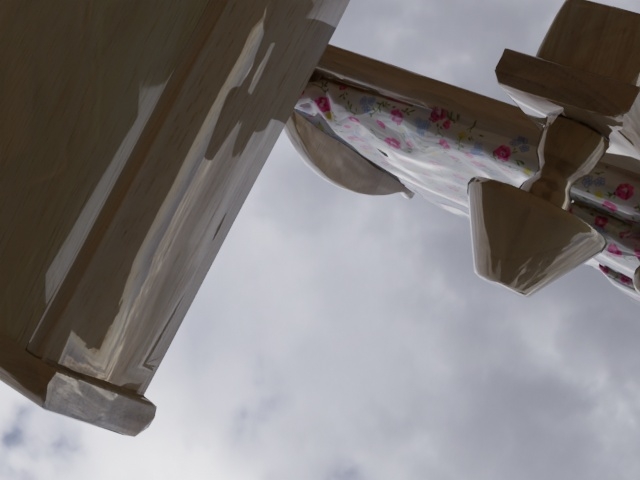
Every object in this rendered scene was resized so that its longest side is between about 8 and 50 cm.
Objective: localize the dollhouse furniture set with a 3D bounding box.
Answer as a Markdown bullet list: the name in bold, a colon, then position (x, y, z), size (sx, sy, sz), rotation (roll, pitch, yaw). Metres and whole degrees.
- **dollhouse furniture set**: position (0.000, 0.000, 0.508), size (0.303, 0.355, 0.174), rotation (25, -95, 36)
